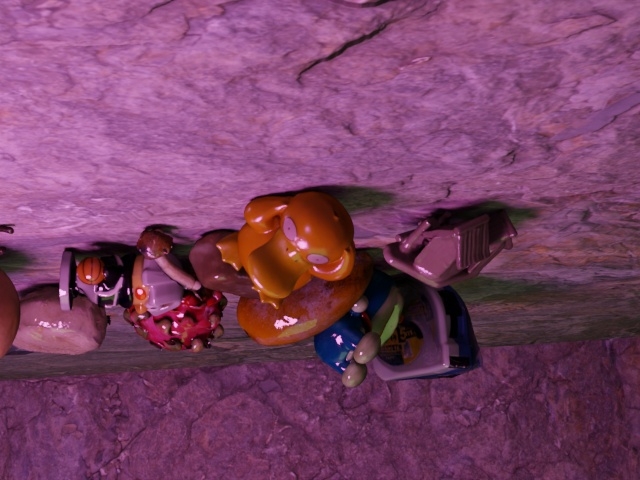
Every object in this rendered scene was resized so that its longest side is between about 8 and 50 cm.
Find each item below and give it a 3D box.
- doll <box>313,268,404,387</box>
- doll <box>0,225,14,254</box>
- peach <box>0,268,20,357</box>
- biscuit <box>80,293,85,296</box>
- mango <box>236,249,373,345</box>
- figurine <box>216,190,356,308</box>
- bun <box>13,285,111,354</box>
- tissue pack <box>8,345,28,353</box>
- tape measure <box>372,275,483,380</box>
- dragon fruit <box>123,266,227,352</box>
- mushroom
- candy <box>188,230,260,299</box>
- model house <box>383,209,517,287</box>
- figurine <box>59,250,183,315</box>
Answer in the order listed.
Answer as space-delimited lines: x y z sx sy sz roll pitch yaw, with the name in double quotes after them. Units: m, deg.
0.082 0.173 2.138 0.186 0.198 0.322 29 -153 8 "doll"
-0.621 0.002 1.640 0.165 0.057 0.139 -8 169 34 "doll"
-0.707 0.132 1.752 0.292 0.247 0.292 16 164 5 "peach"
-0.589 0.150 2.309 0.119 0.019 0.130 6 163 -36 "biscuit"
-0.029 0.116 2.018 0.316 0.192 0.146 -23 133 7 "mango"
-0.052 0.007 1.630 0.215 0.215 0.228 0 180 -16 "figurine"
-0.598 0.177 2.168 0.239 0.141 0.239 0 162 0 "bun"
-0.848 0.233 2.396 0.316 0.103 0.228 5 162 -36 "tissue pack"
0.238 0.218 2.335 0.138 0.262 0.259 -1 167 -45 "tape measure"
-0.324 0.142 2.048 0.273 0.198 0.218 14 -152 32 "dragon fruit"
-0.279 0.036 1.772 0.060 0.061 0.187 -4 147 21 "mushroom"
-0.156 0.050 1.865 0.102 0.104 0.234 -18 161 30 "candy"
0.259 0.003 1.783 0.229 0.122 0.188 -11 160 -38 "model house"
-0.382 0.075 1.849 0.236 0.133 0.176 2 167 -10 "figurine"
